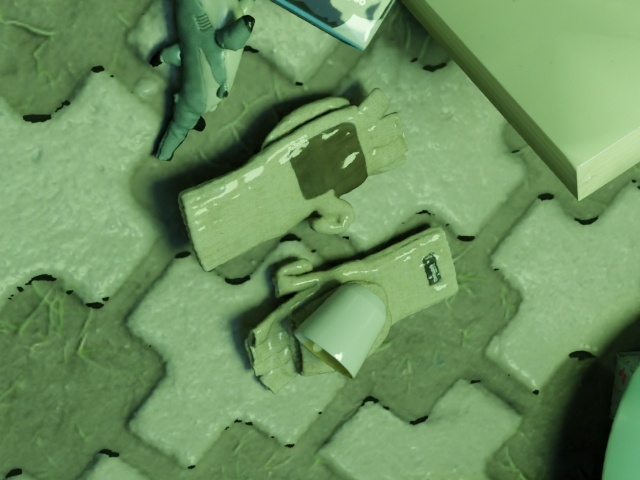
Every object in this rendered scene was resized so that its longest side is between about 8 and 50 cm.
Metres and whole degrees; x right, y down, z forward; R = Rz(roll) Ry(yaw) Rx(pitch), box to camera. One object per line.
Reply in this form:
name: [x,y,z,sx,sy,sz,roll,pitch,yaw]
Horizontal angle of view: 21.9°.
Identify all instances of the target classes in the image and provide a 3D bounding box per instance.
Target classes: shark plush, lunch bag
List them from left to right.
shark plush: [-0.098,-0.140,1.274,0.067,0.073,0.161,15,127,-9]
lunch bag: [0.320,0.142,1.565,0.083,0.053,0.071,-3,111,-13]

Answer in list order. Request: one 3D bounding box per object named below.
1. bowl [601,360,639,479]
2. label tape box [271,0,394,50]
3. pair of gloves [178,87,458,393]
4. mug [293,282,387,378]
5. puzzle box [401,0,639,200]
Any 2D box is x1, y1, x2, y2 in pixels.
bowl: [0.414,0.214,1.515,0.312,0.163,0.311,-13,110,-41]
label tape box: [0.004,-0.346,1.153,0.249,0.115,0.347,28,100,-18]
pair of gloves: [0.000,0.000,1.366,0.204,0.042,0.240,-34,126,-13]
mug: [0.020,0.070,1.358,0.062,0.078,0.064,39,79,-6]
puzzle box: [0.279,-0.238,1.264,0.409,0.272,0.052,-32,150,-8]
